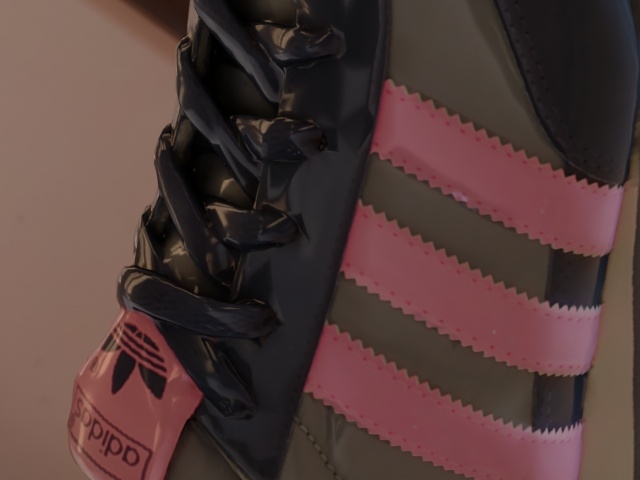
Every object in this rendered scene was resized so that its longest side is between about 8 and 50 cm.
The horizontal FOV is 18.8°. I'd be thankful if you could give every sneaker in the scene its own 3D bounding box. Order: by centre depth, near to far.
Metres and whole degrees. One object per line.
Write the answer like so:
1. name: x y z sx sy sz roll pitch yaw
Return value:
1. sneaker: 0.000 0.000 0.439 0.131 0.319 0.112 -24 -145 -20
